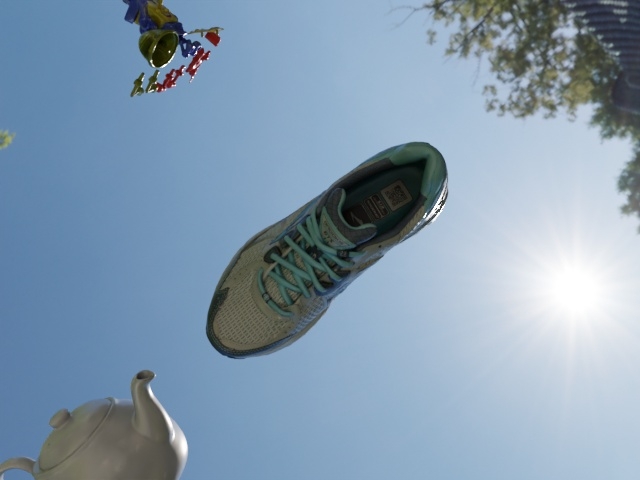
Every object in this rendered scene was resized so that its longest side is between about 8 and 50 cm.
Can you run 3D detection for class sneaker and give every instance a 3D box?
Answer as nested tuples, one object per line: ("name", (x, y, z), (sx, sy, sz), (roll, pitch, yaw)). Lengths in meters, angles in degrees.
("sneaker", (0.000, 0.000, 0.581), (0.283, 0.122, 0.110), (-41, -97, -3))

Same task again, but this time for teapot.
("teapot", (-0.350, 0.337, 0.975), (0.187, 0.252, 0.256), (51, -123, -16))

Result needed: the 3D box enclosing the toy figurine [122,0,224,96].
("toy figurine", (-0.418, -0.503, 1.535), (0.217, 0.191, 0.362), (41, -153, -2))
